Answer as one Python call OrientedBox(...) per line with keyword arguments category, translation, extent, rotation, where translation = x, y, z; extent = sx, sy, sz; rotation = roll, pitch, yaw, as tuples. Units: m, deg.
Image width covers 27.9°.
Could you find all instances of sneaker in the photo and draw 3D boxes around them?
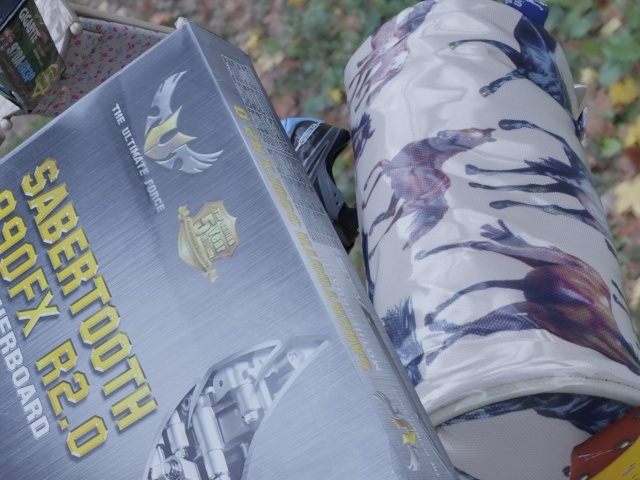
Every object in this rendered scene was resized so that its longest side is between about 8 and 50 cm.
OrientedBox(category="sneaker", translation=(0.000, 0.000, 0.960), extent=(0.067, 0.078, 0.188), rotation=(111, 158, -81))

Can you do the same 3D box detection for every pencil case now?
OrientedBox(category="pencil case", translation=(0.117, 0.003, 0.824), extent=(0.184, 0.159, 0.410), rotation=(-1, 41, -2))

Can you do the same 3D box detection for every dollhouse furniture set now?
OrientedBox(category="dollhouse furniture set", translation=(-0.180, -0.104, 1.316), extent=(0.355, 0.303, 0.173), rotation=(-48, 63, 26))

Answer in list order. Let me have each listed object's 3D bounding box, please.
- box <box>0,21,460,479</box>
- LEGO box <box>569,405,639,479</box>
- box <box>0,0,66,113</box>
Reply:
OrientedBox(category="box", translation=(-0.068, 0.053, 0.550), extent=(0.183, 0.056, 0.231), rotation=(-33, 70, 19))
OrientedBox(category="LEGO box", translation=(0.404, 0.133, 0.500), extent=(0.500, 0.372, 0.193), rotation=(-37, 3, 17))
OrientedBox(category="box", translation=(-0.293, -0.191, 0.916), extent=(0.051, 0.220, 0.175), rotation=(-54, -3, -10))
